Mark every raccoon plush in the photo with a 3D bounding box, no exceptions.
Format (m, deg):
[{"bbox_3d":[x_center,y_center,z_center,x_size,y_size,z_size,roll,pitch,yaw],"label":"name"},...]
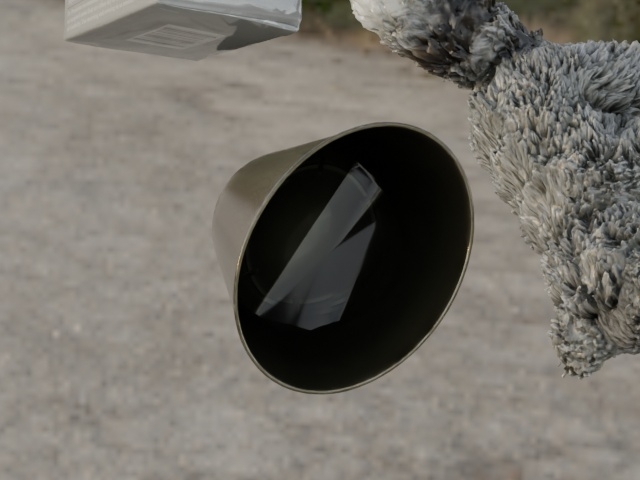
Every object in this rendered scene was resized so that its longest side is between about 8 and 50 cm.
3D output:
[{"bbox_3d":[0.192,-0.054,1.780,0.446,0.216,0.299,21,47,3],"label":"raccoon plush"}]

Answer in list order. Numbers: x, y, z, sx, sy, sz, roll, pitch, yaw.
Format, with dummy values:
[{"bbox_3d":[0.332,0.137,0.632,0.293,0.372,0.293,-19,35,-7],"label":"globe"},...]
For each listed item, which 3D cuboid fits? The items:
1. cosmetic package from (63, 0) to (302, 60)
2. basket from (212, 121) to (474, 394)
[{"bbox_3d":[-0.082,-0.234,1.053,0.107,0.238,0.127,7,-7,-32],"label":"cosmetic package"},{"bbox_3d":[0.000,0.000,1.360,0.154,0.204,0.227,34,-2,-14],"label":"basket"}]
